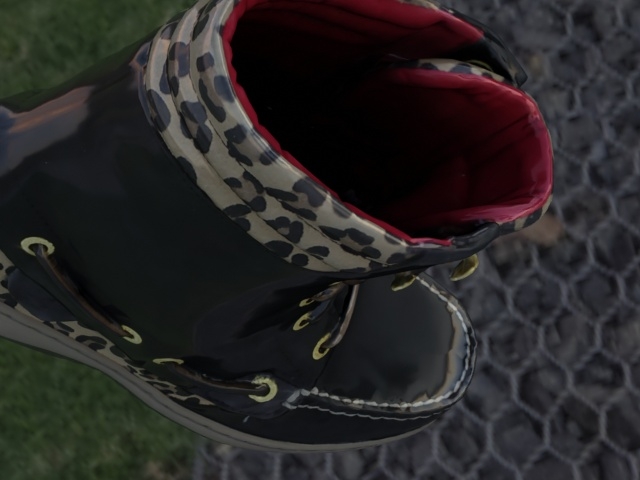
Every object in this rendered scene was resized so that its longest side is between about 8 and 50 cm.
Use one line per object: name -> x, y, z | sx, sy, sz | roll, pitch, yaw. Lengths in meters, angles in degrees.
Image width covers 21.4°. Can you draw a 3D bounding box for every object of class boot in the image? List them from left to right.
boot -> 0.000, 0.000, 0.832 | 0.284, 0.377, 0.138 | -20, 53, 48
